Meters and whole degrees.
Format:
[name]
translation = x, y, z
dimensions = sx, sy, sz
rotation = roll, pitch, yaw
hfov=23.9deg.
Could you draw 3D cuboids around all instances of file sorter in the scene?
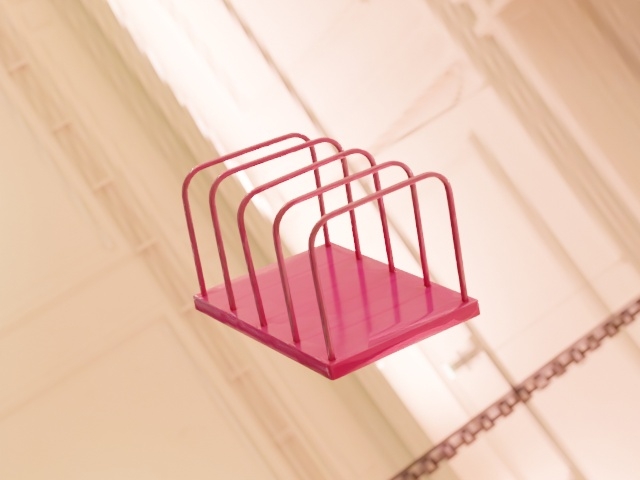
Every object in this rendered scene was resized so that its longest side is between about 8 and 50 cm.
[file sorter]
translation = 0.000, 0.000, 1.688
dimensions = 0.291, 0.202, 0.182
rotation = 22, -53, 53
